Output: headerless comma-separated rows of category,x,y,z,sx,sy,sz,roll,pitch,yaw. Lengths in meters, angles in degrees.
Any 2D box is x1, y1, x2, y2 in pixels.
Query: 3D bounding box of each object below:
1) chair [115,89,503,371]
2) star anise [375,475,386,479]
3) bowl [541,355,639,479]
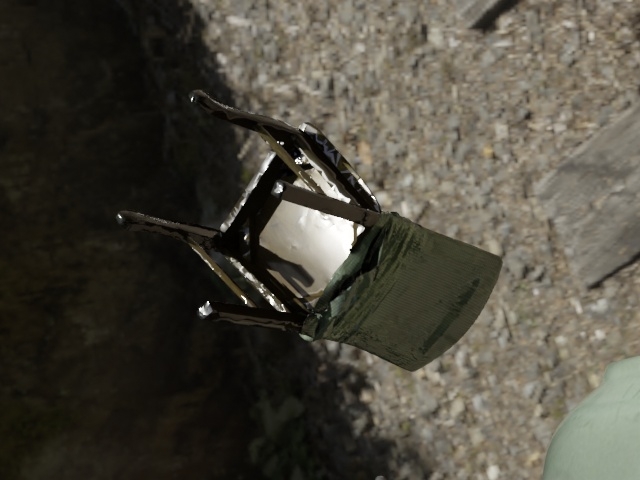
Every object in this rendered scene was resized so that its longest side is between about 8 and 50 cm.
chair,0.000,0.000,1.055,0.186,0.319,0.160,45,109,37
star anise,0.049,0.333,1.129,0.065,0.195,0.183,-16,87,50
bowl,0.285,0.151,0.751,0.307,0.307,0.163,-20,71,53
